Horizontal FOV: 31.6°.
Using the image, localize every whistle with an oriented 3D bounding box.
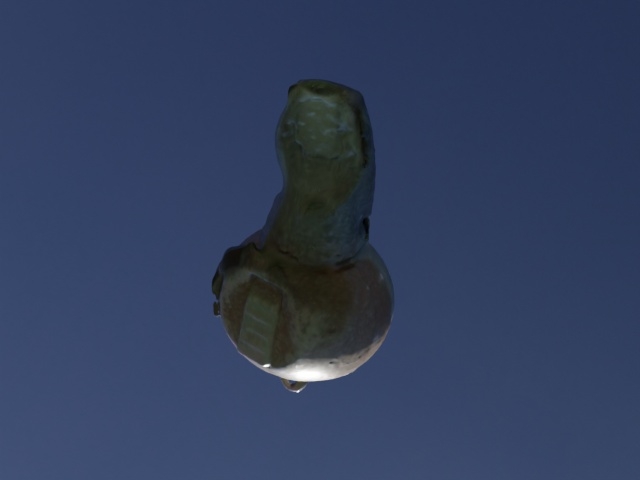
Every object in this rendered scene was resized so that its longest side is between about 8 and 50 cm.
[{"bbox_3d":[0.000,0.000,1.138,0.189,0.189,0.348,25,-59,30],"label":"whistle"}]
